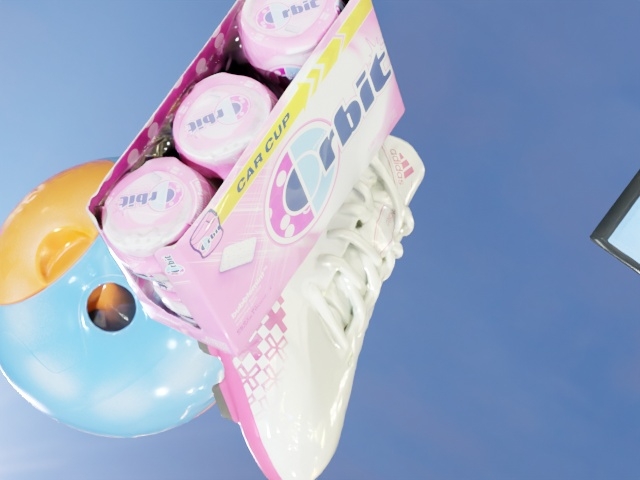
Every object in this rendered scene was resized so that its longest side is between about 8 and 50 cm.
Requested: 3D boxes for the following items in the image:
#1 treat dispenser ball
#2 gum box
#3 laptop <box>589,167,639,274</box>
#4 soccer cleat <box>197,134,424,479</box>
[{"bbox_3d":[-0.200,0.057,1.571,0.288,0.288,0.288,27,-21,12],"label":"treat dispenser ball"},{"bbox_3d":[-0.037,-0.041,0.800,0.062,0.188,0.107,22,-25,27],"label":"gum box"},{"bbox_3d":[0.347,-0.028,0.981,0.136,0.234,0.264,37,-1,-24],"label":"laptop"},{"bbox_3d":[0.000,0.000,0.969,0.143,0.331,0.116,-18,-47,11],"label":"soccer cleat"}]
